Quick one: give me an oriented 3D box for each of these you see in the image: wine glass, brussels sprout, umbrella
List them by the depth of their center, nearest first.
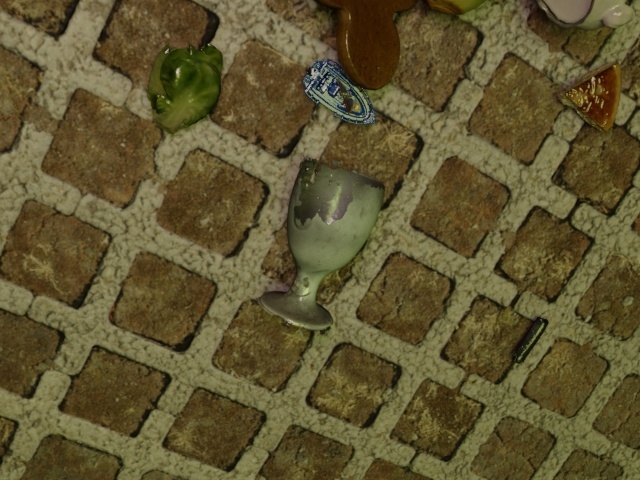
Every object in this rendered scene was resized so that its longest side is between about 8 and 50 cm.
[{"bbox_3d":[-0.261,-0.295,1.082,0.139,0.100,0.181,22,91,-34],"label":"brussels sprout"},{"bbox_3d":[0.001,0.002,1.157,0.191,0.190,0.357,16,106,-13],"label":"wine glass"},{"bbox_3d":[0.519,0.247,1.386,0.036,0.031,0.133,31,100,11],"label":"umbrella"}]

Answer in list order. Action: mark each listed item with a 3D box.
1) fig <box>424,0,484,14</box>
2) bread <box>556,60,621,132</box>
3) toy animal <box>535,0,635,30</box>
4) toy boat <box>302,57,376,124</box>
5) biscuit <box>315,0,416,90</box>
[{"bbox_3d":[0.270,-0.580,1.002,0.258,0.258,0.326,12,116,-12],"label":"fig"},{"bbox_3d":[0.608,-0.332,1.224,0.154,0.054,0.136,27,101,-21],"label":"bread"},{"bbox_3d":[0.482,-0.553,1.064,0.154,0.208,0.325,-30,106,-23],"label":"toy animal"},{"bbox_3d":[0.047,-0.287,1.120,0.175,0.110,0.091,35,98,-18],"label":"toy boat"},{"bbox_3d":[0.074,-0.501,1.039,0.283,0.064,0.431,-18,111,-39],"label":"biscuit"}]
